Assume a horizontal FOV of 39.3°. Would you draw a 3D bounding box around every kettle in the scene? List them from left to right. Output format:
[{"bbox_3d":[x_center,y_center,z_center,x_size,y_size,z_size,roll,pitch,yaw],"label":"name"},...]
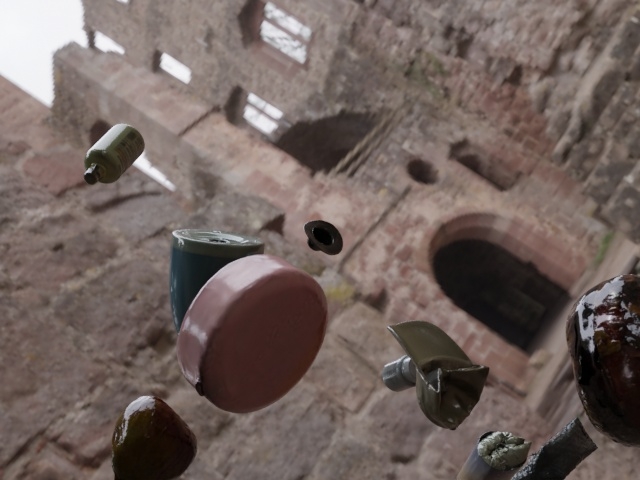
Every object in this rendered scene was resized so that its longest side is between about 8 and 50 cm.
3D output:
[{"bbox_3d":[-0.264,0.161,2.388,0.247,0.320,0.342,-2,-79,-51],"label":"kettle"}]

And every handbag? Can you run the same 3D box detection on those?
[{"bbox_3d":[0.346,0.458,1.822,0.117,0.095,0.173,-13,-39,-34],"label":"handbag"},{"bbox_3d":[0.550,0.527,2.175,0.270,0.088,0.175,-22,-14,-45],"label":"handbag"}]

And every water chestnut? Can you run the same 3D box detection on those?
[{"bbox_3d":[0.562,0.197,1.509,0.300,0.300,0.300,-52,-13,-17],"label":"water chestnut"}]

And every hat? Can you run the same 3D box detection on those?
[{"bbox_3d":[0.000,0.000,2.325,0.050,0.121,0.121,-47,-3,40],"label":"hat"},{"bbox_3d":[0.181,0.232,1.556,0.166,0.173,0.144,-6,-64,-49],"label":"hat"}]

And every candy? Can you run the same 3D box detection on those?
[{"bbox_3d":[-0.104,0.145,1.354,0.255,0.094,0.255,-25,-50,-34],"label":"candy"}]

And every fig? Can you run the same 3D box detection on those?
[{"bbox_3d":[-0.407,0.470,1.938,0.290,0.190,0.190,-39,-12,5],"label":"fig"}]

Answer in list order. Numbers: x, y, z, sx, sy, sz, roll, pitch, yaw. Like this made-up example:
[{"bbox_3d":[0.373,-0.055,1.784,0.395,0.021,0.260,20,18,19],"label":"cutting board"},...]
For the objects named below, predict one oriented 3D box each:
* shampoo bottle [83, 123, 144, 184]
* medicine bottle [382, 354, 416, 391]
[{"bbox_3d":[-0.412,-0.160,1.752,0.162,0.079,0.079,-61,-4,-49],"label":"shampoo bottle"},{"bbox_3d":[0.213,0.321,2.190,0.080,0.080,0.130,-49,6,-30],"label":"medicine bottle"}]
